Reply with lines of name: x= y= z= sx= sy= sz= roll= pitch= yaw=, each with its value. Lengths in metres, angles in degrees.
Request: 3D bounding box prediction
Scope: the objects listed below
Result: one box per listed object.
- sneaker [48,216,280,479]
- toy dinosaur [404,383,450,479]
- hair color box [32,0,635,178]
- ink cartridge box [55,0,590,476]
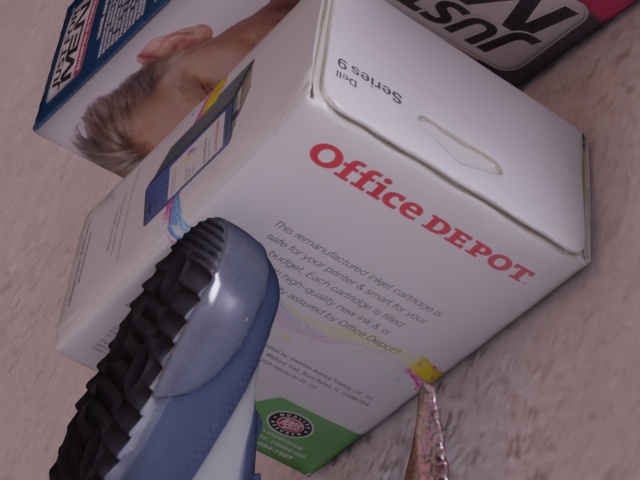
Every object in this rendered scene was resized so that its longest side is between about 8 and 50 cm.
sneaker: x=-0.062 y=0.149 z=0.798 sx=0.112 sy=0.131 sz=0.319 roll=-123 pitch=54 yaw=-71
toy dinosaur: x=0.005 y=0.207 z=0.669 sx=0.295 sy=0.127 sz=0.200 roll=-52 pitch=30 yaw=-11
hair color box: x=0.016 y=-0.133 z=0.945 sx=0.347 sy=0.174 sz=0.105 roll=-36 pitch=35 yaw=45
ink cartridge box: x=0.000 y=0.000 z=0.851 sx=0.212 sy=0.154 sz=0.093 roll=-41 pitch=29 yaw=40
